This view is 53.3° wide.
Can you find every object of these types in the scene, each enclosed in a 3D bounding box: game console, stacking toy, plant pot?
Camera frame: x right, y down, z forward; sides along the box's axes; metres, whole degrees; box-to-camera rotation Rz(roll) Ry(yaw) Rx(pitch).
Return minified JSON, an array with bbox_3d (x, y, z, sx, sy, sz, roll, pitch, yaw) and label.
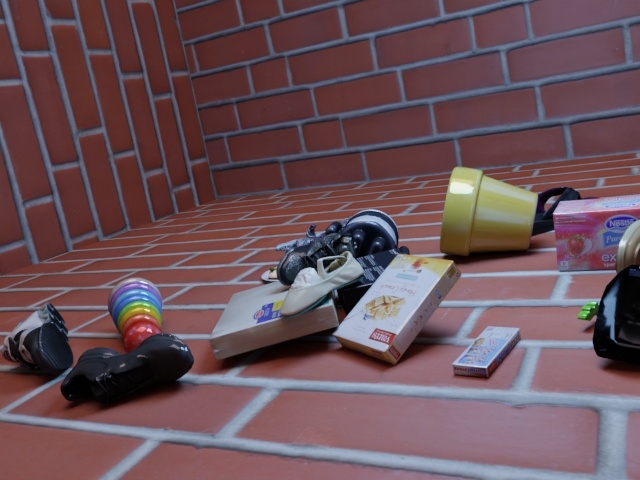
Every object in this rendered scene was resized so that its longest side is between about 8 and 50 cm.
[{"bbox_3d":[0.640,0.137,1.019,0.362,0.043,0.213,8,40,29],"label":"game console"},{"bbox_3d":[-0.449,0.199,1.568,0.141,0.141,0.330,-14,16,-16],"label":"stacking toy"},{"bbox_3d":[0.479,-0.069,1.806,0.239,0.253,0.254,10,17,15],"label":"plant pot"},{"bbox_3d":[0.618,0.124,1.201,0.221,0.052,0.167,-22,15,-37],"label":"stacking toy"}]

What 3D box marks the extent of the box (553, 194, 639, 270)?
[{"bbox_3d":[0.727,-0.022,1.529,0.300,0.154,0.142,-3,14,28],"label":"box"}]

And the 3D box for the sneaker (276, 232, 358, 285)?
[{"bbox_3d":[0.001,0.039,1.573,0.228,0.087,0.130,-24,4,-30],"label":"sneaker"}]

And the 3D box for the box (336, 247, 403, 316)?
[{"bbox_3d":[0.136,0.108,1.540,0.184,0.103,0.261,-16,12,-2],"label":"box"}]

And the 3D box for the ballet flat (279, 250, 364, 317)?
[{"bbox_3d":[-0.004,0.085,1.364,0.086,0.086,0.248,1,18,42],"label":"ballet flat"}]

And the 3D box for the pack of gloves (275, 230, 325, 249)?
[{"bbox_3d":[-0.045,-0.007,2.381,0.232,0.046,0.195,-17,15,-32],"label":"pack of gloves"}]

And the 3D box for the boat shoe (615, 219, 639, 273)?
[{"bbox_3d":[0.699,0.007,1.299,0.285,0.104,0.089,-20,25,-35],"label":"boat shoe"}]

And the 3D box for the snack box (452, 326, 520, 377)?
[{"bbox_3d":[0.305,0.199,1.162,0.064,0.022,0.178,-1,15,36],"label":"snack box"}]

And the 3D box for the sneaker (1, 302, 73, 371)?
[{"bbox_3d":[-0.694,0.264,1.545,0.146,0.122,0.330,-33,19,-15],"label":"sneaker"}]

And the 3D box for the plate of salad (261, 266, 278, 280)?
[{"bbox_3d":[-0.087,0.085,1.974,0.200,0.048,0.200,-11,11,2],"label":"plate of salad"}]

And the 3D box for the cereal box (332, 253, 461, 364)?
[{"bbox_3d":[0.154,0.131,1.296,0.240,0.047,0.173,-48,28,-22],"label":"cereal box"}]

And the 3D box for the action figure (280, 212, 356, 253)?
[{"bbox_3d":[0.000,0.000,2.176,0.285,0.099,0.185,-14,29,6],"label":"action figure"}]

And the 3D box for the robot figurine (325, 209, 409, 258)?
[{"bbox_3d":[0.139,0.009,1.854,0.174,0.209,0.278,-30,7,16],"label":"robot figurine"}]

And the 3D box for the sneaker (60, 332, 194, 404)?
[{"bbox_3d":[-0.386,0.270,1.273,0.286,0.109,0.130,-16,16,18],"label":"sneaker"}]

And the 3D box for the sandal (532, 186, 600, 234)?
[{"bbox_3d":[0.720,-0.100,2.008,0.446,0.107,0.168,-15,13,-22],"label":"sandal"}]

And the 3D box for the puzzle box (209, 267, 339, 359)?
[{"bbox_3d":[-0.099,0.160,1.509,0.272,0.052,0.409,-15,9,2],"label":"puzzle box"}]
